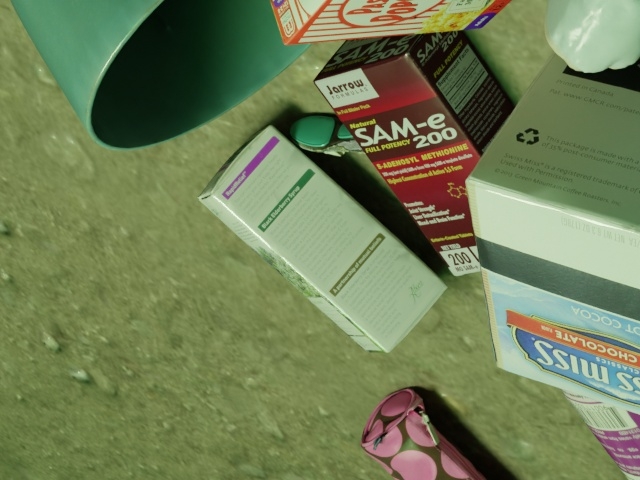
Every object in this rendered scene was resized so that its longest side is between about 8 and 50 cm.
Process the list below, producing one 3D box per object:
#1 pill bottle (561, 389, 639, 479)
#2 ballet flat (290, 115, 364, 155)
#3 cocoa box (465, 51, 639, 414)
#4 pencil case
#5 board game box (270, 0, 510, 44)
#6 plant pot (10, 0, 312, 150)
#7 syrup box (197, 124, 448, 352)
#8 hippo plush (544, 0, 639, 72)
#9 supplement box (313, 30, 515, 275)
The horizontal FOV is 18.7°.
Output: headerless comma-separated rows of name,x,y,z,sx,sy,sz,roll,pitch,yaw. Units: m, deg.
pill bottle,0.345,0.166,1.744,0.169,0.169,0.301,-13,122,49
ballet flat,0.021,-0.096,1.842,0.114,0.041,0.041,1,132,43
cocoa box,0.323,0.002,1.510,0.347,0.231,0.228,17,142,27
pencil case,0.140,0.257,2.111,0.209,0.095,0.098,44,130,-14
board game box,0.078,-0.212,1.527,0.147,0.193,0.045,-42,61,56
plant pot,-0.137,-0.256,1.587,0.235,0.293,0.293,51,149,15
syrup box,0.000,0.000,1.899,0.237,0.096,0.093,43,170,-7
hippo plush,0.306,-0.231,1.325,0.237,0.234,0.294,10,165,-13
supplement box,0.116,-0.084,1.739,0.130,0.073,0.239,-12,122,49
